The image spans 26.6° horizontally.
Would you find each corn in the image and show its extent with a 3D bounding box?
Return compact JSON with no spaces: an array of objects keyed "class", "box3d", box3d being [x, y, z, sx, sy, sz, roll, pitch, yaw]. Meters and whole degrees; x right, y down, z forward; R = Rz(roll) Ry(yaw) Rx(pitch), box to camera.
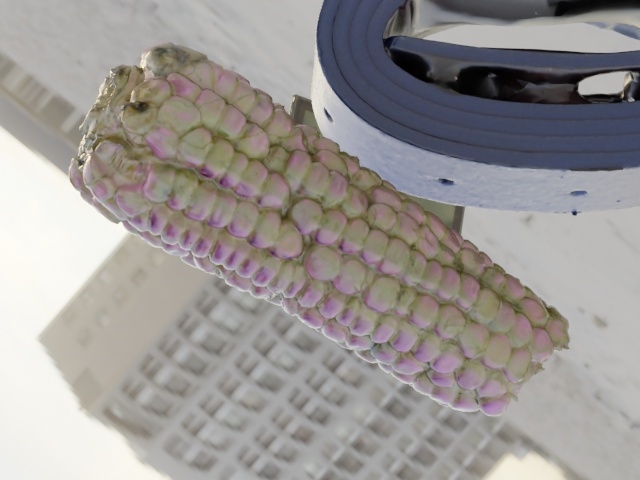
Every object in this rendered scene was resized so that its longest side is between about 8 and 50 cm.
[{"class":"corn","box3d":[0.001,-0.002,0.857,0.335,0.126,0.126,31,-176,-13]}]

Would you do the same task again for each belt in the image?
[{"class":"belt","box3d":[0.167,-0.132,0.983,0.347,0.212,0.117,-1,163,-2]}]

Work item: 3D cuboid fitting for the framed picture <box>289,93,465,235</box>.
[{"class":"framed picture","box3d":[0.056,-0.041,1.434,0.231,0.173,0.010,19,162,-25]}]
